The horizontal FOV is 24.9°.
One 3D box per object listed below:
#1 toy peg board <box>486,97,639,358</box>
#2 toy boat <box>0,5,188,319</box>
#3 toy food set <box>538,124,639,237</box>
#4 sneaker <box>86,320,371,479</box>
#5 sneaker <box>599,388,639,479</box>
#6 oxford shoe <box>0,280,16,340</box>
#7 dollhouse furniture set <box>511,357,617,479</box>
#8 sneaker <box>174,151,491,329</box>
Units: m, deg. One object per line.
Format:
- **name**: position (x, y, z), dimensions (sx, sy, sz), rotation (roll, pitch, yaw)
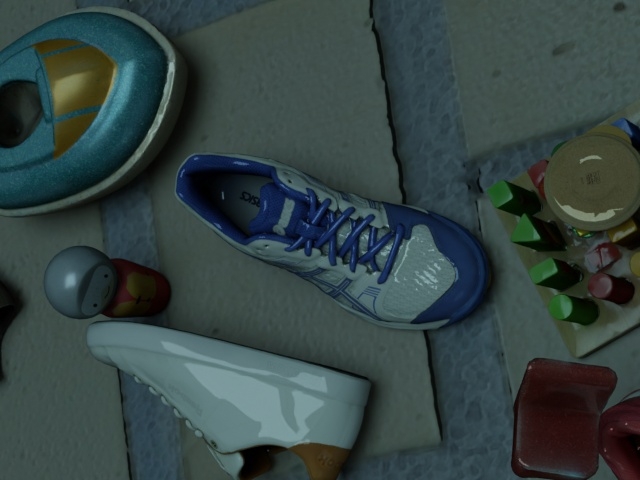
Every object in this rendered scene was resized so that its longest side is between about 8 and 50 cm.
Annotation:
- **toy peg board**: position (0.225, -0.014, 1.164), dimensions (0.160, 0.079, 0.161), rotation (-33, 69, 22)
- **toy boat**: position (-0.234, -0.072, 1.388), dimensions (0.267, 0.148, 0.318), rotation (-27, 71, 24)
- **toy food set**: position (0.213, -0.046, 1.134), dimensions (0.082, 0.020, 0.083), rotation (-28, 70, 8)
- **sneaker**: position (-0.102, 0.147, 1.309), dimensions (0.290, 0.106, 0.123), rotation (13, 87, 29)
- **sneaker**: position (0.313, 0.229, 1.049), dimensions (0.314, 0.136, 0.116), rotation (42, 105, 27)
- **oxford shoe**: position (-0.387, 0.137, 1.486), dimensions (0.096, 0.083, 0.227), rotation (35, 102, 24)
- **dollhouse furniture set**: position (0.290, 0.085, 0.966), dimensions (0.374, 0.152, 0.201), rotation (-24, 68, -17)
- **sneaker**: position (0.000, 0.000, 1.259), dimensions (0.296, 0.131, 0.112), rotation (18, 91, 28)
